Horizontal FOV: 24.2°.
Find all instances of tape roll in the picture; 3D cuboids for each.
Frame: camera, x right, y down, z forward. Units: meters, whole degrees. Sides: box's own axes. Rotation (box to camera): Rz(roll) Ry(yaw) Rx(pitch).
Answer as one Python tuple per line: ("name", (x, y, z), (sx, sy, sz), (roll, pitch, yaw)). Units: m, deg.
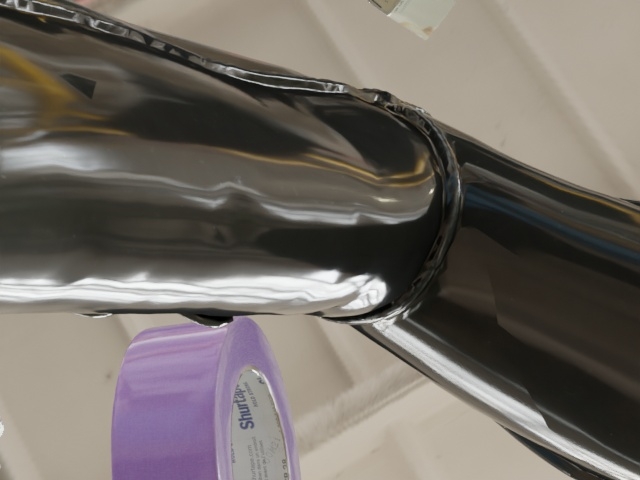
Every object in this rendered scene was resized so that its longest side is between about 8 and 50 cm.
("tape roll", (-0.090, 0.205, 1.277), (0.090, 0.275, 0.275), (-7, -100, 11))

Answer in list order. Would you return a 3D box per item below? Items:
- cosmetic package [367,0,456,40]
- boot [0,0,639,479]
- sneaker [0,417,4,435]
("cosmetic package", (0.057, -0.192, 1.129), (0.060, 0.115, 0.041), (41, -80, 17))
("boot", (-0.002, 0.000, 0.611), (0.367, 0.445, 0.146), (26, -85, 35))
("sneaker", (-0.318, 0.154, 1.308), (0.058, 0.152, 0.084), (-27, -110, -20))
